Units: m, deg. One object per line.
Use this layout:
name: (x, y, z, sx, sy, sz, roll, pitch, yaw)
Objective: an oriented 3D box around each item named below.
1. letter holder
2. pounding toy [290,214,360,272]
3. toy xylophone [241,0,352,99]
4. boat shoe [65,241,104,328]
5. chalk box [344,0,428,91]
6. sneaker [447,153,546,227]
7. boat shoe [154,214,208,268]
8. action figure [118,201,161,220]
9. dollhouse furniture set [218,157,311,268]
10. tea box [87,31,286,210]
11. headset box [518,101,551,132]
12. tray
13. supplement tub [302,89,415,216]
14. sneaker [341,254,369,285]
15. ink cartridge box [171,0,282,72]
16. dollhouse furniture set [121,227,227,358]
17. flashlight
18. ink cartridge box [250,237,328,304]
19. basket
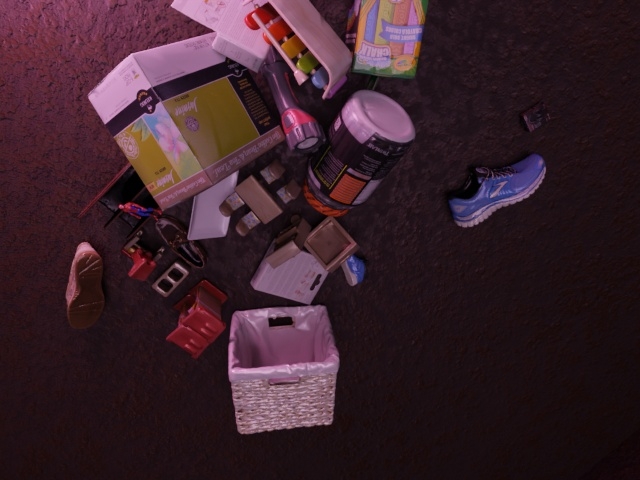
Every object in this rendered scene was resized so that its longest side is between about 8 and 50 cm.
letter holder: (-0.501, -0.146, 1.385, 0.302, 0.214, 0.152, -43, 110, 9)
pounding toy: (-0.011, 0.002, 1.571, 0.181, 0.094, 0.206, -42, 75, 4)
toy xylophone: (-0.060, -0.492, 1.205, 0.322, 0.236, 0.081, 53, 140, -8)
boat shoe: (-0.736, 0.145, 1.549, 0.105, 0.089, 0.285, 3, 116, -37)
chalk box: (0.166, -0.534, 1.342, 0.179, 0.180, 0.288, 3, 112, -9)
sneaker: (0.553, -0.180, 1.558, 0.330, 0.129, 0.147, -33, 114, 6)
boat shoe: (-0.430, 0.005, 1.532, 0.073, 0.073, 0.207, -42, 109, 11)
action figure: (-0.492, -0.080, 1.343, 0.115, 0.030, 0.038, 16, 126, -43)
dollhouse furniture set: (-0.152, -0.069, 1.424, 0.212, 0.161, 0.242, -33, 107, 25)
tea box: (-0.316, -0.304, 1.238, 0.220, 0.329, 0.323, -19, 107, 38)
headset box: (0.667, -0.383, 1.544, 0.083, 0.032, 0.062, -33, 112, 4)
tray: (-0.325, -0.134, 1.485, 0.145, 0.030, 0.270, -8, 120, -49)
supplement tub: (0.093, -0.230, 1.382, 0.207, 0.207, 0.338, 24, 136, -16)
sneaker: (0.113, 0.066, 1.638, 0.085, 0.058, 0.152, -21, 92, -24)
ink cartridge box: (-0.217, -0.582, 1.239, 0.239, 0.275, 0.060, 24, 148, -15)
dollhouse furniture set: (-0.470, 0.162, 1.518, 0.152, 0.201, 0.374, -44, 111, 10)
flashlight: (-0.080, -0.382, 1.338, 0.103, 0.103, 0.304, -18, 73, -8)
ink cartridge box: (-0.093, 0.105, 1.639, 0.225, 0.056, 0.181, 19, 108, -34)
basket: (-0.119, 0.407, 1.593, 0.329, 0.331, 0.266, -4, 114, -6)
